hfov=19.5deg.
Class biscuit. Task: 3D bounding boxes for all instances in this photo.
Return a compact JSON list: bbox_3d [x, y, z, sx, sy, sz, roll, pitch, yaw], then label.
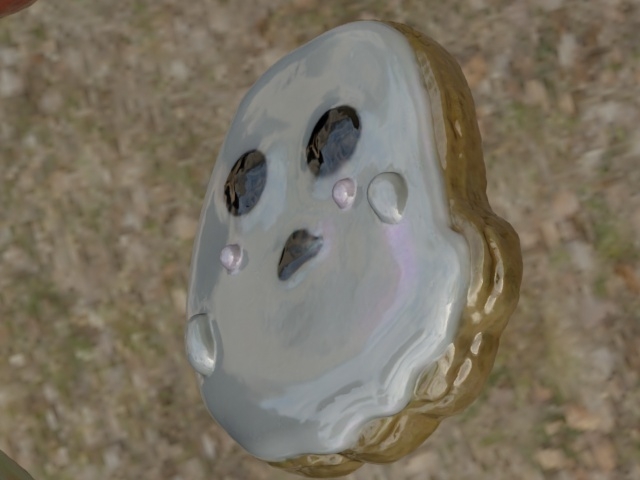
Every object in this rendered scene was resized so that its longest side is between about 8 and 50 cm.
[{"bbox_3d":[0.000,0.000,0.792,0.181,0.049,0.208,-38,49,36],"label":"biscuit"}]

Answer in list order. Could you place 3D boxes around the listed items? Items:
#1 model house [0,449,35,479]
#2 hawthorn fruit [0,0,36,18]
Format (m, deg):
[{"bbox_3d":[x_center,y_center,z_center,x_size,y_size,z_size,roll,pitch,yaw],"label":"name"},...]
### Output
[{"bbox_3d":[-0.257,0.229,0.876,0.245,0.280,0.312,46,-177,-27],"label":"model house"},{"bbox_3d":[-0.243,-0.266,1.090,0.210,0.230,0.266,-90,11,-64],"label":"hawthorn fruit"}]
